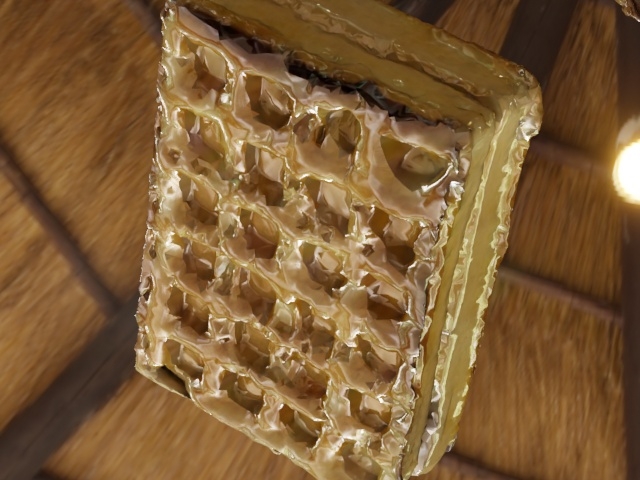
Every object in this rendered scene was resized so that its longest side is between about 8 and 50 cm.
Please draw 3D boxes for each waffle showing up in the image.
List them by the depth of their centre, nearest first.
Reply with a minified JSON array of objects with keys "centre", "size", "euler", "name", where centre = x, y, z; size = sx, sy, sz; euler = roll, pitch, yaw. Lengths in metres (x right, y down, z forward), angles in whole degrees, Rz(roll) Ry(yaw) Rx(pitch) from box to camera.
[{"centre":[0.001,-0.001,0.884],"size":[0.213,0.091,0.308],"euler":[28,-45,21],"name":"waffle"}]

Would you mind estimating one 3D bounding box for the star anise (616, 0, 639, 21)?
[{"centre":[0.189,-0.219,1.004],"size":[0.070,0.191,0.097],"euler":[-8,-59,-14],"name":"star anise"}]
